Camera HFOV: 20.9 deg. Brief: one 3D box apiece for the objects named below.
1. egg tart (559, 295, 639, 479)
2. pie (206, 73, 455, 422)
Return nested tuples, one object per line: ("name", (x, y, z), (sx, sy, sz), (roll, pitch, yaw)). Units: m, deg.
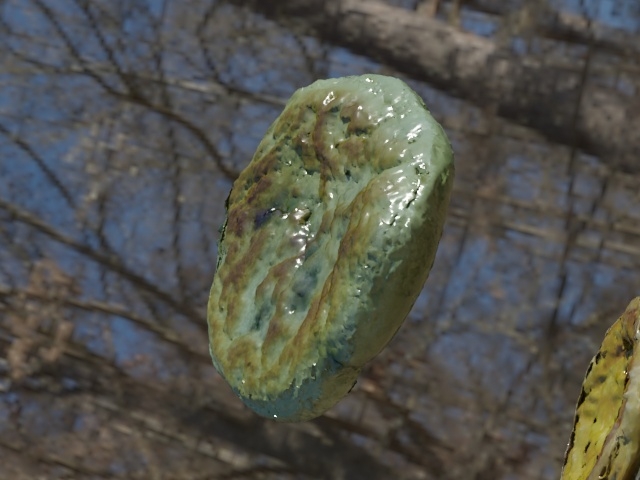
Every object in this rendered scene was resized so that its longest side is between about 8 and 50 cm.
("egg tart", (0.258, 0.154, 1.391), (0.234, 0.094, 0.234), (19, -90, -87))
("pie", (0.000, 0.000, 1.078), (0.054, 0.240, 0.240), (23, -97, -28))
